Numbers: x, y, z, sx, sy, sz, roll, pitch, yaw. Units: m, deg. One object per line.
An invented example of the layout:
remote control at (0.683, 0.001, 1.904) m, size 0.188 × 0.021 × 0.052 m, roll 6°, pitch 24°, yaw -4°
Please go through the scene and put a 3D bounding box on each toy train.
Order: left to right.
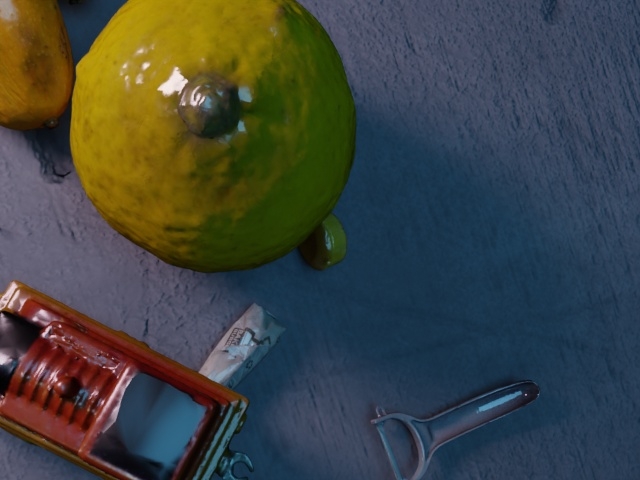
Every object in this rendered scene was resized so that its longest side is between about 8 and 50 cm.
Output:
toy train at (-0.241, 0.187, 0.935) m, size 0.369 × 0.231 × 0.163 m, roll 27°, pitch 75°, yaw 0°

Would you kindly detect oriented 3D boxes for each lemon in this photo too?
lemon at (-0.123, -0.132, 0.961) m, size 0.350 × 0.387 × 0.349 m, roll -1°, pitch 98°, yaw -7°

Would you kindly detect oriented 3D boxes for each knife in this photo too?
knife at (0.205, 0.262, 1.232) m, size 0.278 × 0.053 × 0.123 m, roll -18°, pitch 89°, yaw -23°

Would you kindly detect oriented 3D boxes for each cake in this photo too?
cake at (0.000, 0.000, 1.152) m, size 0.044 × 0.084 × 0.084 m, roll -14°, pitch 91°, yaw -29°

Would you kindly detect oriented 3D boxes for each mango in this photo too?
mango at (-0.406, -0.291, 0.953) m, size 0.144 × 0.187 × 0.359 m, roll -45°, pitch 117°, yaw -50°

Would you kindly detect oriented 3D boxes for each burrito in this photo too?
burrito at (-0.127, 0.168, 1.100) m, size 0.064 × 0.064 × 0.203 m, roll 48°, pitch 70°, yaw -12°

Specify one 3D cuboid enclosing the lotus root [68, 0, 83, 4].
lotus root at (-0.349, -0.394, 1.024) m, size 0.120 × 0.120 × 0.209 m, roll -39°, pitch 101°, yaw -20°
